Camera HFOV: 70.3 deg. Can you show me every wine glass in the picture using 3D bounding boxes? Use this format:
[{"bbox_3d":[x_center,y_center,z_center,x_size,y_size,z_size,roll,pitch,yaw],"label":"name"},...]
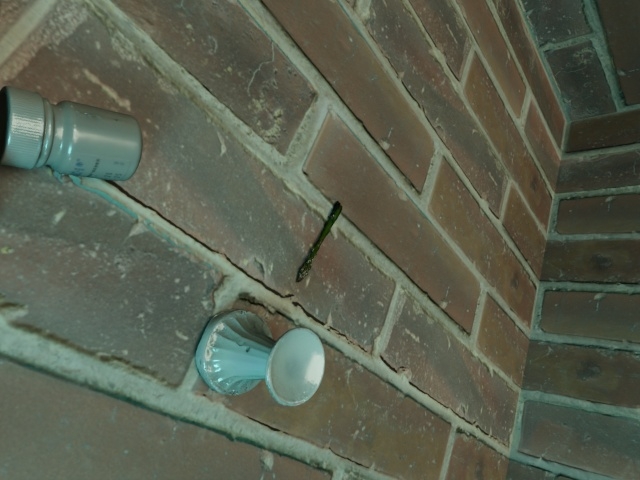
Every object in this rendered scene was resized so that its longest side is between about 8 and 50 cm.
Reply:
[{"bbox_3d":[-0.104,0.205,0.809,0.165,0.197,0.164,6,82,-45],"label":"wine glass"}]

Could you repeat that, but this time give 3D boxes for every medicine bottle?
[{"bbox_3d":[-0.349,-0.143,0.636,0.168,0.105,0.104,3,86,-47],"label":"medicine bottle"}]

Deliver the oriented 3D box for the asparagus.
[{"bbox_3d":[0.000,0.000,1.050,0.022,0.023,0.232,26,61,6],"label":"asparagus"}]
